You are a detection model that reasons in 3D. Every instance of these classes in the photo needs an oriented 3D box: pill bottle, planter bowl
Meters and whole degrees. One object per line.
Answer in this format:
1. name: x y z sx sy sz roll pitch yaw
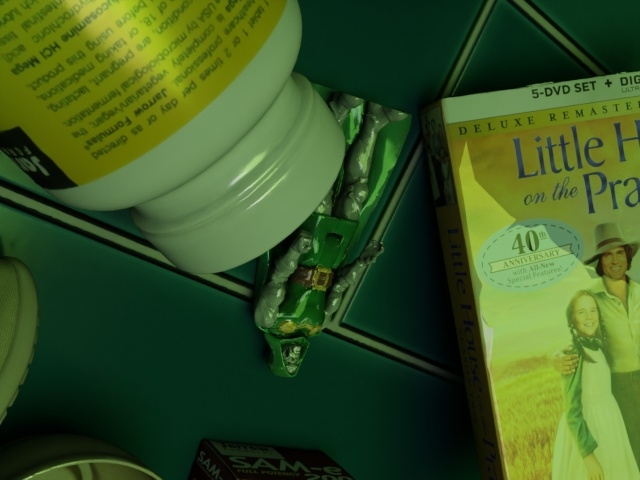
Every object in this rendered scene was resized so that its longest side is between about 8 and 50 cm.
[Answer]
1. pill bottle: -0.130 -0.139 0.446 0.188 0.188 0.334 -47 123 -12
2. planter bowl: -0.186 0.199 0.564 0.162 0.109 0.162 -10 110 -31

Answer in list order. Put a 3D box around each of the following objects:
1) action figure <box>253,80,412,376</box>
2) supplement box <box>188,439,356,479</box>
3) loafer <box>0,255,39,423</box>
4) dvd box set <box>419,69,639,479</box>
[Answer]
1. action figure: 0.000 0.000 0.657 0.137 0.063 0.232 9 103 -38
2. supplement box: -0.068 0.296 0.695 0.130 0.073 0.239 15 95 -35
3. loafer: -0.240 0.108 0.451 0.092 0.102 0.269 36 46 -28
4. dvd box set: 0.269 0.067 0.718 0.307 0.062 0.421 -9 90 -13
